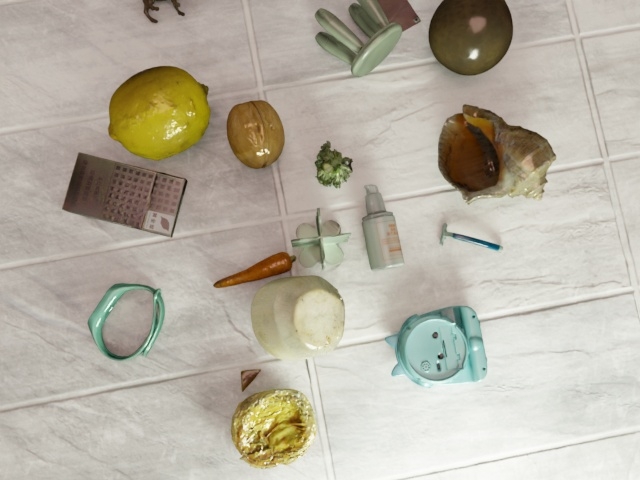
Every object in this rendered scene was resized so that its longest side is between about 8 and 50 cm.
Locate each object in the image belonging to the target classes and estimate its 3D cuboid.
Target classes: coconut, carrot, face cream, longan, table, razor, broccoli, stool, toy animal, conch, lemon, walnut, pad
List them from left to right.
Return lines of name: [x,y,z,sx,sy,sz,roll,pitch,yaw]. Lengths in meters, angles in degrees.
lemon: [-0.453,-0.358,1.797,0.260,0.260,0.284,41,77,3]
toy animal: [-0.450,-0.773,1.922,0.214,0.094,0.186,-12,76,5]
carrot: [-0.191,0.092,1.853,0.257,0.061,0.061,-19,85,-2]
walnut: [-0.187,-0.307,1.847,0.165,0.165,0.197,-12,77,-3]
coconut: [-0.063,0.211,1.762,0.245,0.247,0.244,3,85,-32]
table: [0.000,0.000,1.797,0.167,0.198,0.166,0,83,-2]
broccoli: [0.030,-0.211,1.824,0.118,0.204,0.122,28,98,2]
stool: [0.106,-0.613,1.874,0.195,0.195,0.198,-44,85,-6]
face cream: [0.172,-0.041,1.858,0.101,0.101,0.251,-10,84,-3]
pad: [0.217,-0.731,1.983,0.113,0.006,0.187,-32,85,-4]
longan: [0.441,-0.613,1.859,0.258,0.258,0.258,0,84,-2]
razor: [0.452,0.003,1.895,0.191,0.037,0.068,15,82,0]
conch: [0.496,-0.222,1.849,0.297,0.210,0.352,-34,53,-3]

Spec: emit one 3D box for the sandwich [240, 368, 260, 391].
sandwich: [-0.211,0.389,1.831,0.044,0.031,0.083,43,85,1]

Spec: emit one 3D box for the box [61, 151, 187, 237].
box: [-0.569,-0.133,1.868,0.325,0.047,0.180,14,84,0]

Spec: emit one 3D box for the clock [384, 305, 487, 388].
clock: [0.329,0.313,1.828,0.274,0.094,0.223,-11,83,-4]

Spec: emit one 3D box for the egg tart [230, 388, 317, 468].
egg tart: [-0.131,0.515,1.792,0.232,0.098,0.252,44,88,-3]

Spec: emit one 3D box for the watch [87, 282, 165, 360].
watch: [-0.546,0.224,1.819,0.195,0.068,0.237,32,84,1]
